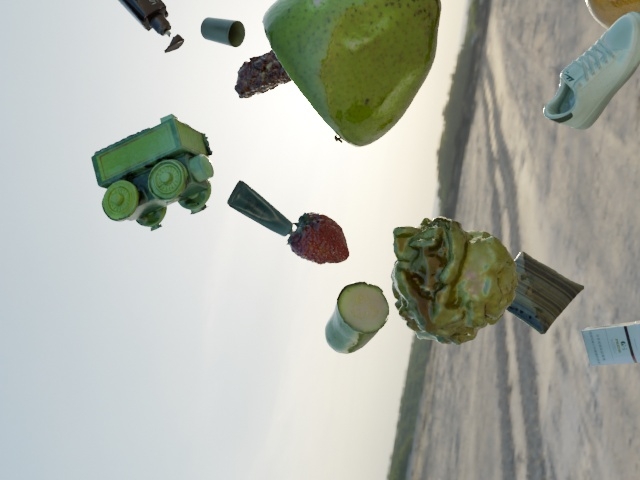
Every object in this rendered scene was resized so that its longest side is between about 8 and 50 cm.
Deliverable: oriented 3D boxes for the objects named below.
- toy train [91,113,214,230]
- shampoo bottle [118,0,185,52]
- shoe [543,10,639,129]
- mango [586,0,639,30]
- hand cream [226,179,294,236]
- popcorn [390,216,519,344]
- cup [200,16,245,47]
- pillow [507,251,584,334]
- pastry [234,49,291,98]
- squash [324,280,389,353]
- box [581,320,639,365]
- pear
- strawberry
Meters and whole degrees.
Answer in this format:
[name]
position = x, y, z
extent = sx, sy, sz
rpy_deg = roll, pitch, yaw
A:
[toy train]
position = -0.358, -0.140, 1.618
extent = 0.159, 0.271, 0.188
rpy_deg = 21, -129, -68
[shampoo bottle]
position = -0.355, -0.469, 1.477
extent = 0.068, 0.236, 0.067
rpy_deg = -42, -4, -14
[shoe]
position = 0.546, -0.335, 1.508
extent = 0.095, 0.110, 0.265
rpy_deg = -110, 29, -44
[mango]
position = 0.722, -0.516, 1.676
extent = 0.120, 0.294, 0.177
rpy_deg = -58, 8, -31
[hand cream]
position = -0.161, -0.080, 2.131
extent = 0.048, 0.224, 0.083
rpy_deg = 5, 64, 60
[popcorn]
position = 0.228, 0.079, 1.357
extent = 0.259, 0.258, 0.212
rpy_deg = 69, -152, -73
[cup]
position = -0.197, -0.439, 1.562
extent = 0.075, 0.083, 0.055
rpy_deg = -43, -40, -37
[pillow]
position = 0.592, 0.141, 2.100
extent = 0.212, 0.208, 0.052
rpy_deg = -40, -33, -26
[pastry]
position = -0.132, -0.441, 1.957
extent = 0.115, 0.208, 0.097
rpy_deg = 9, -115, -62
[squash]
position = 0.059, 0.151, 1.349
extent = 0.188, 0.095, 0.095
rpy_deg = 111, 173, -62
[box]
position = 0.640, 0.219, 1.602
extent = 0.040, 0.154, 0.084
rpy_deg = -11, -94, -40
[pear]
position = 0.100, -0.371, 1.451
extent = 0.342, 0.318, 0.239
rpy_deg = 46, -166, -31
[strawberry]
position = -0.004, -0.002, 1.876
extent = 0.131, 0.148, 0.131
rpy_deg = -41, 32, 33
